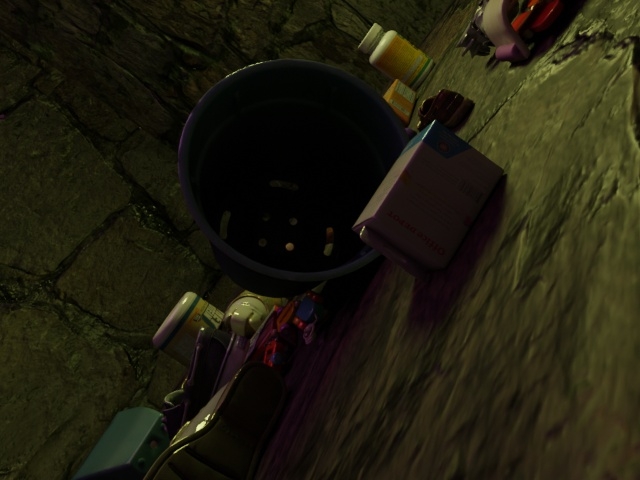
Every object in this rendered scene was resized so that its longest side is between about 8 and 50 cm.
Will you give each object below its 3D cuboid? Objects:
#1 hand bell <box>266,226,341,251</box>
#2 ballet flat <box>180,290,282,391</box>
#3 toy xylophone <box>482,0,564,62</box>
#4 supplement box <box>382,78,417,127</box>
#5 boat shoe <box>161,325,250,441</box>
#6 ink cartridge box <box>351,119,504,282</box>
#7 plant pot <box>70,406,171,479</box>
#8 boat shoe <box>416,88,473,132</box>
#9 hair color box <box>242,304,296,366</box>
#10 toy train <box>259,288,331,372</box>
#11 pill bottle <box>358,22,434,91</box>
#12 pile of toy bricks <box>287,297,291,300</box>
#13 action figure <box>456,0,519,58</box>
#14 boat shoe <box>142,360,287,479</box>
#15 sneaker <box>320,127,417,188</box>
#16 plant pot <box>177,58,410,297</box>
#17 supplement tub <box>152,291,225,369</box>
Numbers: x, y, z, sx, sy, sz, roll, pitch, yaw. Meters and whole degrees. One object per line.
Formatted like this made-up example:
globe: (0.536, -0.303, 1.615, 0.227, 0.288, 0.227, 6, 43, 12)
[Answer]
hand bell: (0.000, 0.000, 1.372, 0.242, 0.126, 0.126, -26, 27, 52)
ballet flat: (-0.170, 0.206, 1.302, 0.123, 0.123, 0.348, -45, 15, 57)
toy xylophone: (0.337, -0.390, 0.904, 0.322, 0.081, 0.236, -53, 7, 18)
supplement box: (0.189, -0.333, 1.707, 0.078, 0.080, 0.233, -50, 6, 31)
boat shoe: (-0.212, 0.285, 1.101, 0.108, 0.102, 0.301, -97, 27, -79)
ink cartridge box: (0.106, -0.035, 0.707, 0.143, 0.092, 0.090, -56, 6, -12)
plant pot: (-0.324, 0.412, 1.245, 0.234, 0.166, 0.165, -36, 19, 51)
boat shoe: (0.197, -0.218, 1.127, 0.064, 0.060, 0.178, -56, 6, -6)
hair color box: (-0.088, 0.182, 1.174, 0.093, 0.053, 0.167, -54, 8, 5)
toy train: (-0.035, 0.148, 1.029, 0.166, 0.046, 0.125, -39, 34, 44)
pill bottle: (0.217, -0.535, 1.947, 0.117, 0.208, 0.117, -54, 6, 9)
pile of toy bricks: (-0.110, 0.089, 1.484, 0.212, 0.118, 0.105, -55, -1, -1)
action figure: (0.320, -0.417, 1.147, 0.185, 0.099, 0.285, -37, 21, 46)
boat shoe: (-0.142, 0.284, 0.844, 0.103, 0.113, 0.302, -51, -3, 38)
sneaker: (0.064, -0.133, 1.271, 0.293, 0.146, 0.102, -48, 9, 51)
plant pot: (-0.053, -0.059, 1.099, 0.341, 0.341, 0.334, -57, -2, -19)
supplement tub: (-0.255, 0.224, 1.490, 0.144, 0.200, 0.144, -52, 9, 12)
